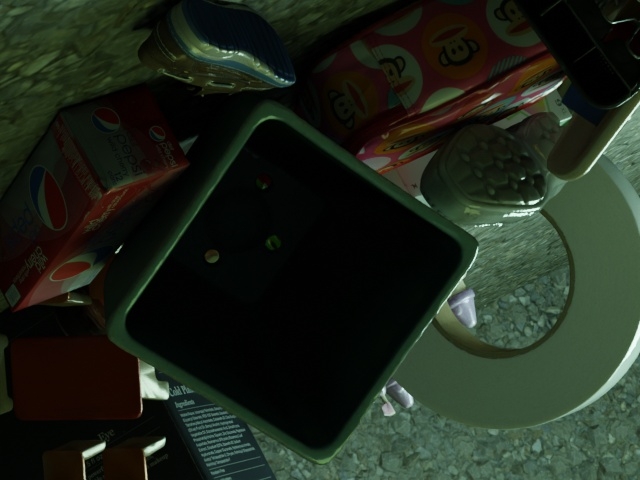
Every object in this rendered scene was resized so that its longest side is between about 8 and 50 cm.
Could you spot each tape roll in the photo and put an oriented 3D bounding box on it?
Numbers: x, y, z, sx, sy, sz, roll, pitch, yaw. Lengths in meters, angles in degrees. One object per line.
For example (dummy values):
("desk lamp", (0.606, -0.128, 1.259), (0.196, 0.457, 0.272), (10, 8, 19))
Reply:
("tape roll", (0.226, 0.041, 2.267), (0.392, 0.392, 0.072), (-34, 167, 23))

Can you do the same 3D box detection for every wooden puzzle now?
("wooden puzzle", (0.351, -0.253, 1.755), (0.322, 0.080, 0.348), (-53, -179, -41))

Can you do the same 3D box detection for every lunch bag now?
("lunch bag", (0.116, -0.161, 1.803), (0.293, 0.120, 0.258), (-26, 173, -13))

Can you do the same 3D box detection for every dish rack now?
("dish rack", (0.284, -0.265, 1.514), (0.271, 0.208, 0.074), (-37, 178, 33))

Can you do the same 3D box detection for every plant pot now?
("plant pot", (-0.053, 0.010, 1.677), (0.248, 0.247, 0.252), (-55, -159, 4))

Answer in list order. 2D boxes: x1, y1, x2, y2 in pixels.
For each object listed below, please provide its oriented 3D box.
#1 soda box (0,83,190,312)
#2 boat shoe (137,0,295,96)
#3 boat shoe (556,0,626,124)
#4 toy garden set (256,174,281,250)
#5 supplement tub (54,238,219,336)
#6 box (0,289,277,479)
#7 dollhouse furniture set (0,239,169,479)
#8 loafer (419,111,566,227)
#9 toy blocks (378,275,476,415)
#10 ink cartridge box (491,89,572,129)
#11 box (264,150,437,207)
("soda box", (-0.215, -0.033, 1.606), (0.092, 0.083, 0.263), (-21, 167, -34))
("boat shoe", (-0.085, -0.152, 1.465), (0.066, 0.066, 0.183), (-28, 160, 22))
("boat shoe", (0.350, -0.237, 2.088), (0.109, 0.098, 0.302), (-12, 144, -38))
("toy garden set", (0.000, 0.000, 1.901), (0.049, 0.244, 0.204), (-40, 175, -23))
("supplement tub", (-0.181, 0.037, 1.889), (0.198, 0.106, 0.106), (-39, 168, 6))
("box", (-0.279, 0.233, 2.059), (0.343, 0.312, 0.179), (-32, 169, 18))
("dollhouse furniture set", (-0.286, 0.137, 1.800), (0.259, 0.262, 0.135), (-5, 179, 28))
("loafer", (0.171, -0.056, 1.815), (0.111, 0.112, 0.319), (-39, 169, 26))
("toy blocks", (0.061, 0.136, 2.621), (0.309, 0.260, 0.288), (-33, 169, 18))
("ink cartridge box", (0.209, -0.159, 2.039), (0.209, 0.109, 0.062), (-20, 167, -39))
("box", (0.040, -0.064, 1.988), (0.170, 0.130, 0.091), (-37, 166, 37))
